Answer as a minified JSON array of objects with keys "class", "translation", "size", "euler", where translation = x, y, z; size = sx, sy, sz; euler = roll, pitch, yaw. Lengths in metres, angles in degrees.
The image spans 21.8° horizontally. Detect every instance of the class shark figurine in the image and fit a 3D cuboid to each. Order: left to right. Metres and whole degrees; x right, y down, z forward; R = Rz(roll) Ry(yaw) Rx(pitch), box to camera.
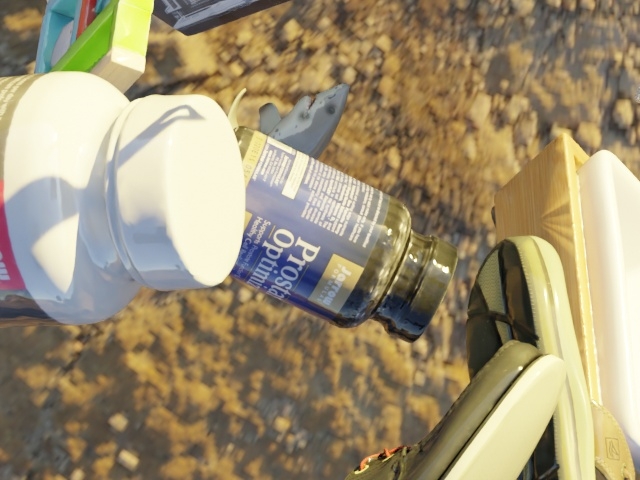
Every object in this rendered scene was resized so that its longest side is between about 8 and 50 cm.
[{"class":"shark figurine","translation":[-0.049,-0.071,1.754],"size":[0.116,0.278,0.166],"euler":[38,76,-18]}]

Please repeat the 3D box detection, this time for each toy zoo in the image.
[{"class":"toy zoo","translation":[-0.183,-0.228,1.392],"size":[0.030,0.293,0.192],"euler":[17,151,-25]}]

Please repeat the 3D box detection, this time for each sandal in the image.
[{"class":"sandal","translation":[0.156,0.144,1.042],"size":[0.086,0.120,0.303],"euler":[5,75,-26]}]

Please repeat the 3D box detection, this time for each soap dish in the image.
[{"class":"soap dish","translation":[0.242,0.088,1.411],"size":[0.118,0.291,0.229],"euler":[-17,147,27]}]

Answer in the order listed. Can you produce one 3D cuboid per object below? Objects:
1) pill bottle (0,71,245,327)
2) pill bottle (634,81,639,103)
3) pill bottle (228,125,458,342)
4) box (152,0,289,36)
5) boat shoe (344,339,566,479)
[{"class":"pill bottle","translation":[-0.222,-0.026,1.161],"size":[0.318,0.176,0.176],"euler":[-3,107,21]},{"class":"pill bottle","translation":[0.355,-0.200,1.521],"size":[0.108,0.108,0.180],"euler":[21,92,4]},{"class":"pill bottle","translation":[0.000,0.000,1.416],"size":[0.219,0.123,0.123],"euler":[25,111,-6]},{"class":"box","translation":[-0.113,-0.336,1.833],"size":[0.242,0.307,0.076],"euler":[-17,75,16]},{"class":"boat shoe","translation":[0.023,0.081,0.495],"size":[0.042,0.049,0.133],"euler":[40,99,28]}]
